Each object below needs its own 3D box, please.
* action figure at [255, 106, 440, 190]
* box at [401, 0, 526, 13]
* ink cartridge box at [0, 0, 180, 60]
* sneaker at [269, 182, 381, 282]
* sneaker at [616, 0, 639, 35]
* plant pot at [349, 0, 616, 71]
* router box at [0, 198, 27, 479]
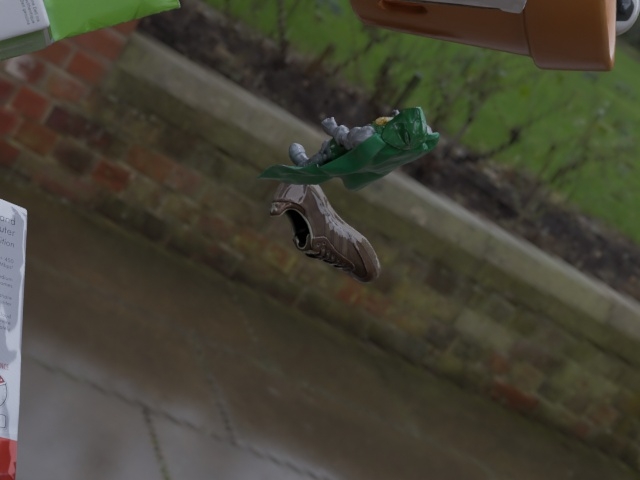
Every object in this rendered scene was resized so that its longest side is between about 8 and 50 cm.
[{"bbox_3d":[0.043,-0.087,1.395,0.137,0.063,0.232,-7,-3,-24],"label":"action figure"},{"bbox_3d":[-0.020,-0.242,0.705,0.262,0.231,0.127,7,-24,0],"label":"box"},{"bbox_3d":[-0.278,-0.278,1.408,0.097,0.255,0.189,155,-82,-83],"label":"ink cartridge box"},{"bbox_3d":[0.000,0.000,1.908,0.066,0.071,0.188,-5,-48,52],"label":"sneaker"},{"bbox_3d":[0.258,-0.288,1.647,0.118,0.110,0.292,16,15,-37],"label":"sneaker"},{"bbox_3d":[0.128,-0.277,1.198,0.203,0.291,0.291,0,7,13],"label":"plant pot"},{"bbox_3d":[-0.439,0.064,1.427,0.335,0.082,0.301,24,54,-44],"label":"router box"}]
